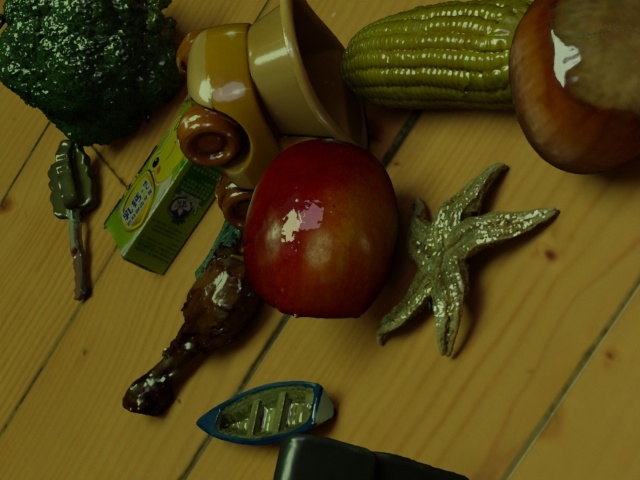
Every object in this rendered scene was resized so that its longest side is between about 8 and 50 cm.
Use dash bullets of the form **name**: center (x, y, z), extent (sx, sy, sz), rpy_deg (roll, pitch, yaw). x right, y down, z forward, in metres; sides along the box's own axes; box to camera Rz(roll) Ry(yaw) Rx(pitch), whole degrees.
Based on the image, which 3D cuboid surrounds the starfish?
- **starfish**: center (0.146, 0.014, 1.674), extent (0.277, 0.062, 0.235), rpy_deg (-43, 33, 33)

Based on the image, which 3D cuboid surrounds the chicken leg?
- **chicken leg**: center (-0.172, 0.131, 1.985), extent (0.304, 0.093, 0.113), rpy_deg (-51, 17, 31)

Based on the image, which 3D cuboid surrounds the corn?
- **corn**: center (0.147, -0.215, 1.751), extent (0.344, 0.131, 0.131), rpy_deg (5, 71, 54)

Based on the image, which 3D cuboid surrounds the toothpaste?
- **toothpaste**: center (-0.190, -0.112, 2.172), extent (0.327, 0.077, 0.110), rpy_deg (-55, 36, 11)

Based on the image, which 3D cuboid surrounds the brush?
- **brush**: center (-0.396, -0.030, 2.413), extent (0.084, 0.071, 0.301), rpy_deg (-53, 39, 41)

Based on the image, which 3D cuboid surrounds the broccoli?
- **broccoli**: center (-0.353, -0.309, 2.382), extent (0.321, 0.303, 0.283), rpy_deg (-10, 32, 24)

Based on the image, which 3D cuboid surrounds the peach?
- **peach**: center (0.000, 0.000, 1.740), extent (0.196, 0.190, 0.226), rpy_deg (-17, 56, 44)

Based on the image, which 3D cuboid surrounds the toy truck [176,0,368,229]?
- **toy truck**: center (-0.067, -0.168, 1.896), extent (0.212, 0.288, 0.204), rpy_deg (-18, 47, 16)

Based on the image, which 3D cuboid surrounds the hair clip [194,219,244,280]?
- **hair clip**: center (-0.124, -0.037, 2.068), extent (0.066, 0.036, 0.229), rpy_deg (-8, 55, 45)

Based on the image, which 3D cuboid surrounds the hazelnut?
- **hazelnut**: center (0.273, -0.170, 1.509), extent (0.214, 0.176, 0.214), rpy_deg (-54, 22, 34)

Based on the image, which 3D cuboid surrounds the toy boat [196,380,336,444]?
- **toy boat**: center (-0.068, 0.216, 1.812), extent (0.229, 0.046, 0.080), rpy_deg (-18, 55, 47)

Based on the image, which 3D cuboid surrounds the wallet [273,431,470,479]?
- **wallet**: center (0.027, 0.401, 1.401), extent (0.062, 0.228, 0.406), rpy_deg (-32, 42, 61)
